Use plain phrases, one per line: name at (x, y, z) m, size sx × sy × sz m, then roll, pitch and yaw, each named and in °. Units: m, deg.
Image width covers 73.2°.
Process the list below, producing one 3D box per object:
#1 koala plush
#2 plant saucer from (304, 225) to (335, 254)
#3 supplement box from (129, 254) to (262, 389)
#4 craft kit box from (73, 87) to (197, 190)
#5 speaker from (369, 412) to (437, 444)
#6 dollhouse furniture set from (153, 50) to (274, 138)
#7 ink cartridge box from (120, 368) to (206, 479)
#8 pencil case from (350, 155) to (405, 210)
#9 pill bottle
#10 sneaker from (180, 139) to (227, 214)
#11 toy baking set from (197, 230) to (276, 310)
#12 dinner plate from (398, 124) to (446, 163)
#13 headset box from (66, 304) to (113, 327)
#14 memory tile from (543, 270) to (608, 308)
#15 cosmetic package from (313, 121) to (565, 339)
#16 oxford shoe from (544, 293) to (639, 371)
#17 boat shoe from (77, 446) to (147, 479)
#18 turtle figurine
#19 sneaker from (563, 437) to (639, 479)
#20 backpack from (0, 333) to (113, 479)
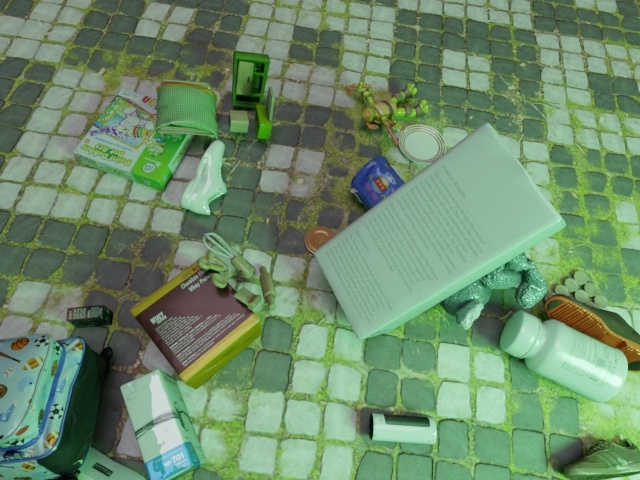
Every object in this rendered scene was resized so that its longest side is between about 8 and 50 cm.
koala plush at (0.362, 0.091, 1.008) m, size 0.221 × 0.203 × 0.196 m, roll -41°, pitch 37°, yaw 5°
plant saucer at (0.000, 0.000, 1.111) m, size 0.084 × 0.013 × 0.083 m, roll 2°, pitch 64°, yaw -4°
supplement box at (-0.262, 0.178, 0.941) m, size 0.191 × 0.129 × 0.194 m, roll -39°, pitch 74°, yaw -20°
craft kit box at (-0.490, -0.281, 1.180) m, size 0.250 × 0.061 × 0.246 m, roll 19°, pitch 67°, yaw 4°
speaker at (0.172, 0.400, 0.916) m, size 0.136 × 0.055 × 0.055 m, roll 5°, pitch 65°, yaw -2°
dollhouse furniture set at (-0.283, -0.392, 1.146) m, size 0.302 × 0.151 × 0.197 m, roll -1°, pitch 52°, yaw -18°
ink cartridge box at (-0.305, 0.364, 0.844) m, size 0.082 × 0.139 × 0.190 m, roll -23°, pitch 69°, yaw -13°
pencil case at (0.193, -0.073, 1.103) m, size 0.133 × 0.119 × 0.306 m, roll -31°, pitch 71°, yaw -11°
pill bottle at (0.539, 0.254, 0.973) m, size 0.229 × 0.131 × 0.131 m, roll 26°, pitch 66°, yaw 7°
sneaker at (-0.284, -0.162, 1.138) m, size 0.094 × 0.080 × 0.212 m, roll 23°, pitch 72°, yaw -7°
toy baking set at (-0.185, 0.058, 0.978) m, size 0.197 × 0.256 × 0.030 m, roll 36°, pitch 105°, yaw -25°
dinner plate at (0.298, -0.280, 1.266) m, size 0.141 × 0.017 × 0.141 m, roll 2°, pitch 64°, yaw -3°
headset box at (-0.516, 0.170, 0.960) m, size 0.084 × 0.062 × 0.032 m, roll -5°, pitch 65°, yaw -8°
memory tile at (0.649, 0.153, 1.096) m, size 0.148 × 0.012 × 0.113 m, roll -28°, pitch 70°, yaw -17°
cosmetic package at (0.233, 0.000, 0.913) m, size 0.453 × 0.162 × 0.230 m, roll -37°, pitch 68°, yaw 25°
oxford shoe at (0.656, 0.202, 1.033) m, size 0.271 × 0.097 × 0.098 m, roll 35°, pitch 46°, yaw -2°
boat shoe at (-0.408, 0.476, 0.825) m, size 0.220 × 0.078 × 0.070 m, roll 28°, pitch 106°, yaw 14°
turtle figurine at (0.205, -0.375, 1.265) m, size 0.218 × 0.087 × 0.269 m, roll -22°, pitch 60°, yaw -22°
sneaker at (0.599, 0.469, 0.925) m, size 0.189 × 0.066 × 0.071 m, roll 1°, pitch 48°, yaw -10°
backpack at (-0.563, 0.306, 0.787) m, size 0.264 × 0.213 × 0.276 m, roll -13°, pitch 44°, yaw 5°
